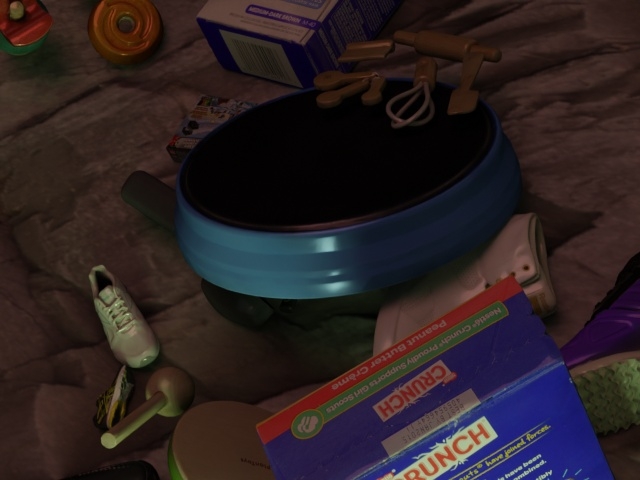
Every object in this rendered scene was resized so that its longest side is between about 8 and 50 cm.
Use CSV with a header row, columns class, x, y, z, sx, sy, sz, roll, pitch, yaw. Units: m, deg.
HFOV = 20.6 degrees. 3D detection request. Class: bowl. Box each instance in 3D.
class,x,y,z,sx,sy,sz,roll,pitch,yaw
bowl,0.024,-0.071,1.949,0.391,0.077,0.391,-9,29,5

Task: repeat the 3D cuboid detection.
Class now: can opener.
class,x,y,z,sx,sy,sz,roll,pitch,yaw
can opener,-0.144,0.002,2.054,0.093,0.074,0.280,-52,47,-1

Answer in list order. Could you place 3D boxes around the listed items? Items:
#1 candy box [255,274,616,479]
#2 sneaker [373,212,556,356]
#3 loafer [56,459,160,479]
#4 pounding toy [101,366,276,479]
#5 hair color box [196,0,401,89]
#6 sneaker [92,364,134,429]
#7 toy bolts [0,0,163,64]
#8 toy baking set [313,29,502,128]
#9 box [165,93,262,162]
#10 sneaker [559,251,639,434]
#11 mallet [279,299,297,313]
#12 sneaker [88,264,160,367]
class,x,y,z,sx,sy,sz,roll,pitch,yaw
candy box,0.123,0.222,1.597,0.268,0.317,0.122,-29,47,-1
sneaker,0.158,0.082,1.839,0.169,0.108,0.292,-5,50,25
loafer,-0.279,0.292,1.881,0.223,0.078,0.076,-25,48,4
pounding toy,-0.111,0.253,1.810,0.237,0.110,0.183,33,32,3
hair color box,0.017,-0.355,2.259,0.185,0.110,0.339,18,61,35
sneaker,-0.236,0.176,1.988,0.035,0.031,0.083,-3,52,22
toy bolts,-0.338,-0.304,2.392,0.228,0.158,0.218,-28,87,-12
toy baking set,0.108,-0.183,2.013,0.256,0.030,0.197,14,41,40
box,-0.112,-0.131,2.186,0.137,0.027,0.094,12,58,32
sneaker,0.323,0.086,1.777,0.293,0.102,0.146,-24,43,-2
mallet,0.000,0.000,2.028,0.062,0.039,0.189,-2,56,27
sneaker,-0.235,0.088,2.041,0.054,0.061,0.152,-32,49,-6
